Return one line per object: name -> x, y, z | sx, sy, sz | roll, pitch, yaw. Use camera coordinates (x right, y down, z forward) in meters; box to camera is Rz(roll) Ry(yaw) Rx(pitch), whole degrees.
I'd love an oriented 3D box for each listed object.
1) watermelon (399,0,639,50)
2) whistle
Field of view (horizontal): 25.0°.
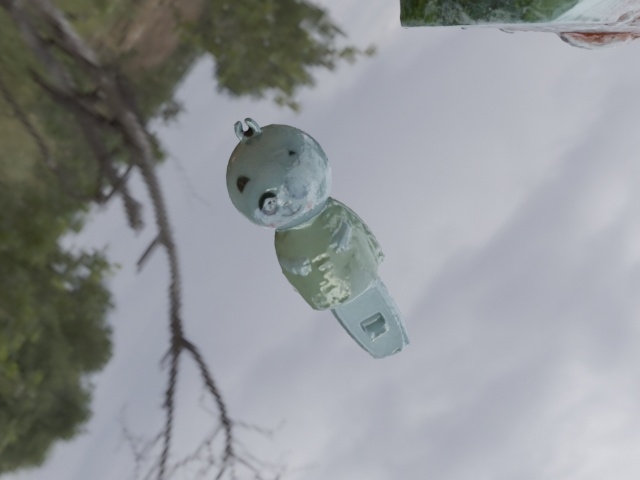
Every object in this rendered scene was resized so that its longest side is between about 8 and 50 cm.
watermelon -> 0.206, -0.214, 0.866 | 0.290, 0.213, 0.319 | -2, -134, 16
whistle -> 0.000, 0.000, 0.478 | 0.035, 0.100, 0.035 | -27, -155, 14
